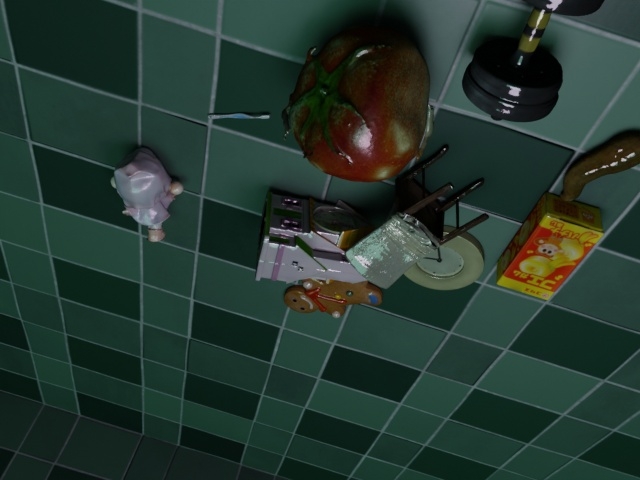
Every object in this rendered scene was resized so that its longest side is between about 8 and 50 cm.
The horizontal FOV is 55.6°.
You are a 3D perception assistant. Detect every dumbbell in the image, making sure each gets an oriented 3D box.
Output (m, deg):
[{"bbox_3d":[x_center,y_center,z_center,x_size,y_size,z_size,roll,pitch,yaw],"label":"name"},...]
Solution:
[{"bbox_3d":[0.376,-0.373,1.065,0.185,0.185,0.388,15,138,2],"label":"dumbbell"}]

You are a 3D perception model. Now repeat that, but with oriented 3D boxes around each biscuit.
[{"bbox_3d":[0.025,0.166,1.839,0.323,0.049,0.205,-11,131,30],"label":"biscuit"}]

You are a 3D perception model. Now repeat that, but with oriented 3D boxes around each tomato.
[{"bbox_3d":[0.088,-0.258,1.204,0.239,0.304,0.303,12,146,-38],"label":"tomato"}]

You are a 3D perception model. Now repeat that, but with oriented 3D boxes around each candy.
[{"bbox_3d":[0.553,0.021,1.487,0.146,0.088,0.276,15,137,0],"label":"candy"}]

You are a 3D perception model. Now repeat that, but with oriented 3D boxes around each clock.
[{"bbox_3d":[0.000,0.001,1.547,0.309,0.235,0.166,11,124,-10],"label":"clock"},{"bbox_3d":[0.322,0.049,1.637,0.234,0.029,0.235,10,138,10],"label":"clock"}]

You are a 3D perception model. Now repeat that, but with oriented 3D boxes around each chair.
[{"bbox_3d":[0.222,-0.049,1.434,0.160,0.186,0.319,37,127,-22],"label":"chair"}]

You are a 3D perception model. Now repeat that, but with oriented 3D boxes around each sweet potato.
[{"bbox_3d":[0.600,-0.156,1.311,0.081,0.062,0.233,31,138,-17],"label":"sweet potato"}]

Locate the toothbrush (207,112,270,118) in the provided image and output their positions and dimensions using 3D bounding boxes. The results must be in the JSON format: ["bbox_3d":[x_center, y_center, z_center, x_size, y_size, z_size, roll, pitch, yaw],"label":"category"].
[{"bbox_3d":[-0.195,-0.295,1.444,0.162,0.017,0.014,2,130,15],"label":"toothbrush"}]

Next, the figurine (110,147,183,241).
[{"bbox_3d":[-0.469,-0.122,1.627,0.200,0.133,0.276,6,138,6],"label":"figurine"}]
